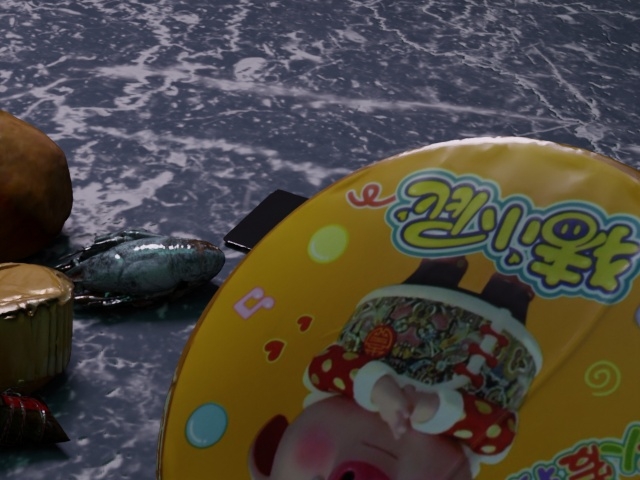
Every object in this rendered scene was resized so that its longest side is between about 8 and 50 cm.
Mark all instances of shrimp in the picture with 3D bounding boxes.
[{"bbox_3d":[-0.218,0.030,1.240,0.233,0.079,0.090,-6,73,-7],"label":"shrimp"}]

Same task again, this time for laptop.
[{"bbox_3d":[0.000,0.000,1.362,0.197,0.016,0.135,19,38,23],"label":"laptop"}]

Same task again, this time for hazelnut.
[{"bbox_3d":[-0.367,-0.062,1.273,0.182,0.182,0.182,3,34,-2],"label":"hazelnut"}]

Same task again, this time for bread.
[{"bbox_3d":[-0.333,0.092,1.101,0.191,0.114,0.132,-5,25,-30],"label":"bread"}]

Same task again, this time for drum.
[{"bbox_3d":[0.114,0.150,0.799,0.431,0.214,0.431,-15,53,21],"label":"drum"}]

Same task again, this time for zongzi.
[{"bbox_3d":[-0.275,0.162,1.068,0.083,0.067,0.073,14,18,-20],"label":"zongzi"}]
